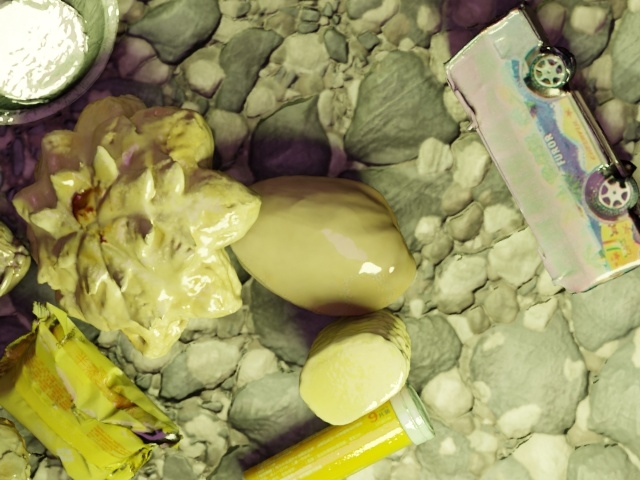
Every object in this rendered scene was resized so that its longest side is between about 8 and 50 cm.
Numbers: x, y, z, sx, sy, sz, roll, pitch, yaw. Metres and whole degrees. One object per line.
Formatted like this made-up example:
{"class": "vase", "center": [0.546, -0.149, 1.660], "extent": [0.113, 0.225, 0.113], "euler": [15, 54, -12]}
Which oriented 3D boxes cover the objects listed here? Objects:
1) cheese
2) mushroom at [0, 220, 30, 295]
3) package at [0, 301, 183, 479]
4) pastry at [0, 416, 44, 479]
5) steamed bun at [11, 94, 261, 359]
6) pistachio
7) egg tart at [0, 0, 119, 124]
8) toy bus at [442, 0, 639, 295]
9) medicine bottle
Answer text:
{"class": "cheese", "center": [0.042, 0.136, 1.783], "extent": [0.123, 0.167, 0.093], "euler": [-23, 96, 7]}
{"class": "mushroom", "center": [-0.524, -0.023, 1.834], "extent": [0.397, 0.126, 0.177], "euler": [4, 103, 3]}
{"class": "package", "center": [-0.273, 0.184, 1.831], "extent": [0.226, 0.090, 0.168], "euler": [45, 124, -1]}
{"class": "pastry", "center": [-0.374, 0.273, 1.832], "extent": [0.081, 0.153, 0.153], "euler": [-2, 94, -36]}
{"class": "steamed bun", "center": [-0.209, -0.015, 1.767], "extent": [0.292, 0.137, 0.295], "euler": [0, 92, 26]}
{"class": "pistachio", "center": [0.000, 0.000, 1.798], "extent": [0.223, 0.126, 0.152], "euler": [23, 83, 8]}
{"class": "egg tart", "center": [-0.326, -0.224, 1.776], "extent": [0.234, 0.094, 0.234], "euler": [-14, 126, -20]}
{"class": "toy bus", "center": [0.255, -0.102, 1.793], "extent": [0.138, 0.112, 0.317], "euler": [-29, 90, 15]}
{"class": "medicine bottle", "center": [0.019, 0.239, 1.839], "extent": [0.218, 0.074, 0.074], "euler": [-28, 91, 6]}
